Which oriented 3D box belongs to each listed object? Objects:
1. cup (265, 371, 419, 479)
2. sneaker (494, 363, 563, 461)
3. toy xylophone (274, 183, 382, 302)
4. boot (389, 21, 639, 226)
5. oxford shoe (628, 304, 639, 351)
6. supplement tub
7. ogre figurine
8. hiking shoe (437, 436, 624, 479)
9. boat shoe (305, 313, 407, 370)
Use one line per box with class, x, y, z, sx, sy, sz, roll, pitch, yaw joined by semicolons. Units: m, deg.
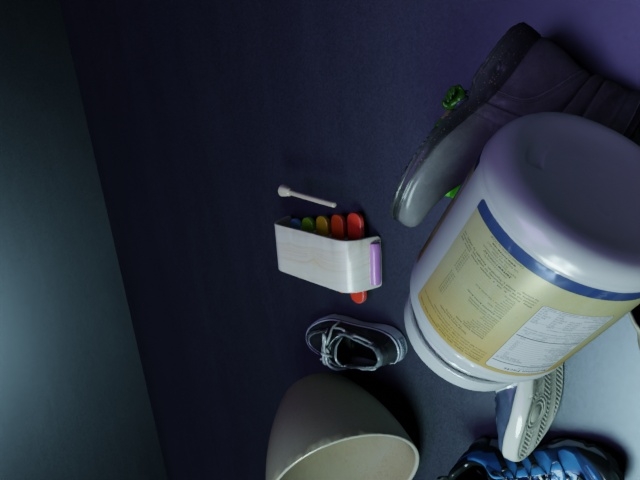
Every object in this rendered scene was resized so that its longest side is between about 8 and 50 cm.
cup;0.021;0.437;1.267;0.237;0.331;0.331;-114;31;-49
sneaker;0.308;0.182;0.938;0.148;0.131;0.350;14;105;45
toy xylophone;0.000;0.000;1.265;0.323;0.081;0.236;25;122;43
boot;0.263;-0.104;0.790;0.223;0.118;0.338;40;117;12
oxford shoe;0.453;0.135;0.718;0.140;0.146;0.397;-16;90;51
supplement tub;0.243;0.032;0.689;0.228;0.228;0.316;52;148;23
ogre figurine;0.226;-0.138;0.932;0.118;0.097;0.197;54;128;39
hiking shoe;0.353;0.411;0.962;0.304;0.132;0.113;-26;84;51
boat shoe;0.050;0.241;1.281;0.306;0.105;0.113;3;107;49
